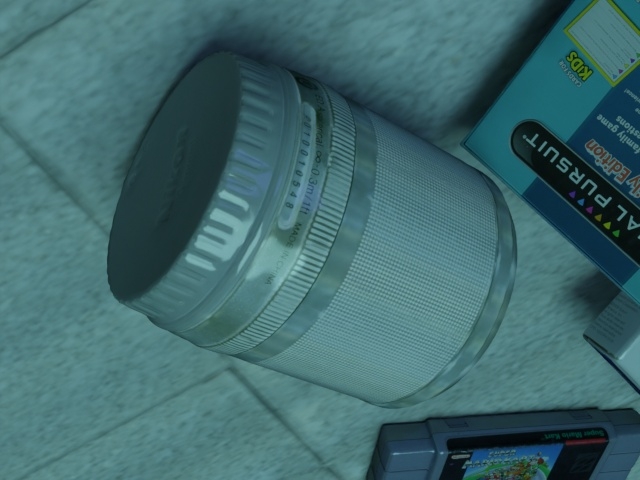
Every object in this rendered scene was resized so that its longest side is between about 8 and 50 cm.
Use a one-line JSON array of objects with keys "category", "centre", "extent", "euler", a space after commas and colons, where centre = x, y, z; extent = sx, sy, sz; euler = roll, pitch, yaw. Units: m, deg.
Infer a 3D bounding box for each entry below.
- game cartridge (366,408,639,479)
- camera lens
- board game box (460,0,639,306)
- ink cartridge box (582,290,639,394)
[{"category": "game cartridge", "centre": [0.231, 0.316, 1.102], "extent": [0.355, 0.068, 0.230], "euler": [-1, 132, -15]}, {"category": "camera lens", "centre": [0.000, 0.000, 0.674], "extent": [0.274, 0.219, 0.219], "euler": [24, 119, -30]}, {"category": "board game box", "centre": [0.307, -0.123, 0.642], "extent": [0.079, 0.254, 0.336], "euler": [-11, 142, -55]}, {"category": "ink cartridge box", "centre": [0.489, 0.073, 0.940], "extent": [0.330, 0.071, 0.324], "euler": [-48, 123, 2]}]
